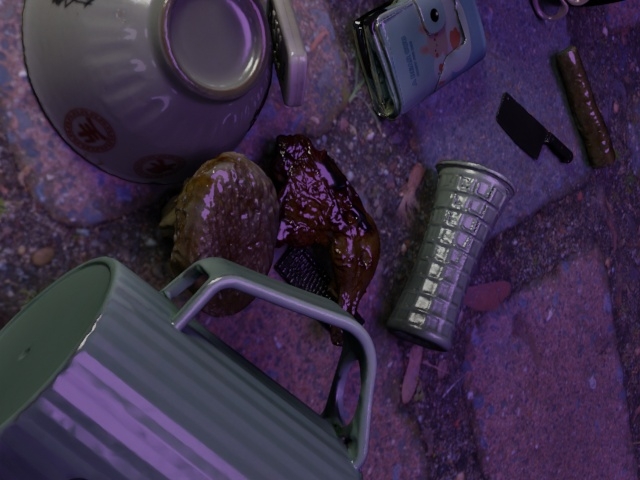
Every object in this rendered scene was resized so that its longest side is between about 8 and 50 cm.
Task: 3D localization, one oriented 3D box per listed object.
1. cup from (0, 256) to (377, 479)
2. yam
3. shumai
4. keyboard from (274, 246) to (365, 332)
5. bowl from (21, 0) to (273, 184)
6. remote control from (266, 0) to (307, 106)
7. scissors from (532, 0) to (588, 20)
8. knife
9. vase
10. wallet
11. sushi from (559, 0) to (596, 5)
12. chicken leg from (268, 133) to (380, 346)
[{"bbox_3d":[-0.156,0.208,0.854,0.392,0.310,0.400,48,56,-26],"label":"cup"},{"bbox_3d":[0.551,-0.275,1.587,0.061,0.061,0.274,-44,117,-30],"label":"yam"},{"bbox_3d":[-0.139,-0.018,0.952,0.161,0.153,0.209,-29,129,-31],"label":"shumai"},{"bbox_3d":[0.004,0.083,1.163,0.060,0.018,0.195,-52,122,-23],"label":"keyboard"},{"bbox_3d":[-0.164,-0.235,0.917,0.337,0.158,0.336,-3,95,-41],"label":"bowl"},{"bbox_3d":[-0.047,-0.262,1.002,0.029,0.087,0.190,-5,51,-11],"label":"remote control"},{"bbox_3d":[0.409,-0.527,1.443,0.242,0.118,0.030,42,48,-18],"label":"scissors"},{"bbox_3d":[0.426,-0.202,1.512,0.245,0.019,0.072,29,77,-34],"label":"knife"},{"bbox_3d":[0.211,0.028,1.262,0.143,0.143,0.298,32,74,-37],"label":"vase"},{"bbox_3d":[0.167,-0.326,1.250,0.250,0.075,0.176,-38,121,-32],"label":"wallet"},{"bbox_3d":[0.558,-0.546,1.533,0.225,0.136,0.126,-11,97,-32],"label":"sushi"},{"bbox_3d":[0.009,-0.005,1.112,0.177,0.083,0.322,-44,114,-30],"label":"chicken leg"}]
